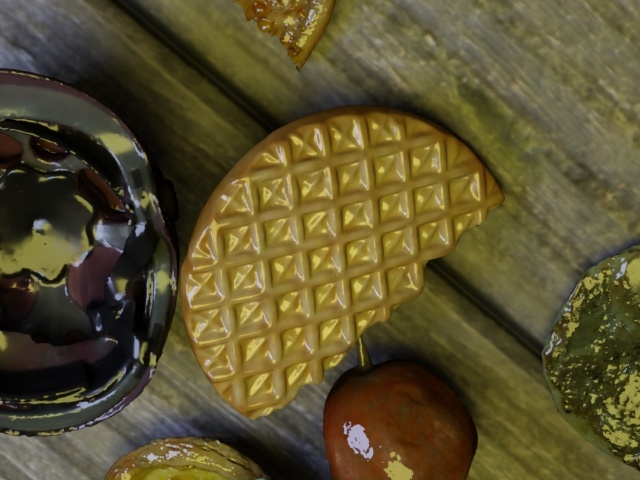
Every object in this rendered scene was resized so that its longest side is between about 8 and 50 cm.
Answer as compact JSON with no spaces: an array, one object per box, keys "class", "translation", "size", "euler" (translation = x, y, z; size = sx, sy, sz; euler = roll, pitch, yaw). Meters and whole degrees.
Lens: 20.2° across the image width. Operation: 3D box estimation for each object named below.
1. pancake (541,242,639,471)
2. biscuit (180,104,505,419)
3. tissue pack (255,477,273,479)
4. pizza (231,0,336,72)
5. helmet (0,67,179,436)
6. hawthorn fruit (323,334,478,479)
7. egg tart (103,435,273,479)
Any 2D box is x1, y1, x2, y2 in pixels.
[{"class":"pancake","translation":[0.324,0.108,1.624],"size":[0.253,0.037,0.254],"euler":[3,114,8]},{"class":"biscuit","translation":[0.000,0.000,1.541],"size":[0.309,0.040,0.204],"euler":[-42,115,-2]},{"class":"tissue pack","translation":[0.007,0.357,1.664],"size":[0.310,0.128,0.228],"euler":[24,133,-26]},{"class":"pizza","translation":[-0.046,-0.236,1.522],"size":[0.131,0.041,0.178],"euler":[15,115,3]},{"class":"helmet","translation":[-0.251,-0.008,1.571],"size":[0.271,0.197,0.338],"euler":[-7,109,3]},{"class":"hawthorn fruit","translation":[0.060,0.171,1.646],"size":[0.149,0.149,0.189],"euler":[-44,70,23]},{"class":"egg tart","translation":[-0.123,0.261,1.740],"size":[0.191,0.074,0.191],"euler":[4,115,8]}]
